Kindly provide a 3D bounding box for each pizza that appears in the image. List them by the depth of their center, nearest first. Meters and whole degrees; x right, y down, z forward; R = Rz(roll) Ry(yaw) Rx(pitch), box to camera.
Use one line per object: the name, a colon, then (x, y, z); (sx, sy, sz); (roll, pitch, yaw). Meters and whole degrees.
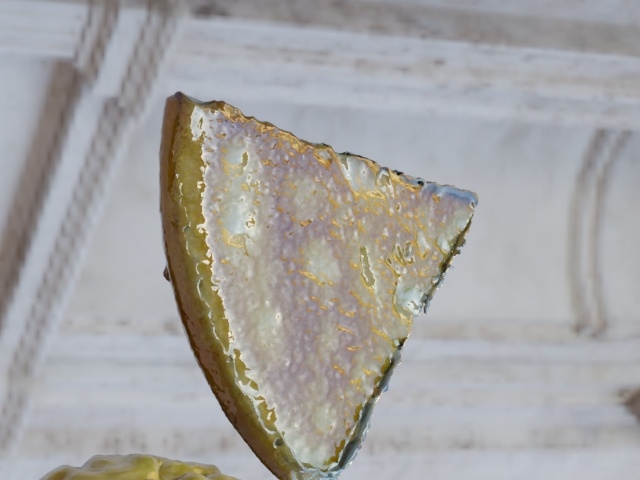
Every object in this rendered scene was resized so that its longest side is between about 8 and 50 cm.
pizza: (0.000, 0.000, 0.775); (0.036, 0.176, 0.184); (-13, -71, 51)

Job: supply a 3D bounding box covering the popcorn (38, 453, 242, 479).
popcorn: (-0.087, 0.229, 0.963); (0.250, 0.250, 0.190); (126, -29, -55)
